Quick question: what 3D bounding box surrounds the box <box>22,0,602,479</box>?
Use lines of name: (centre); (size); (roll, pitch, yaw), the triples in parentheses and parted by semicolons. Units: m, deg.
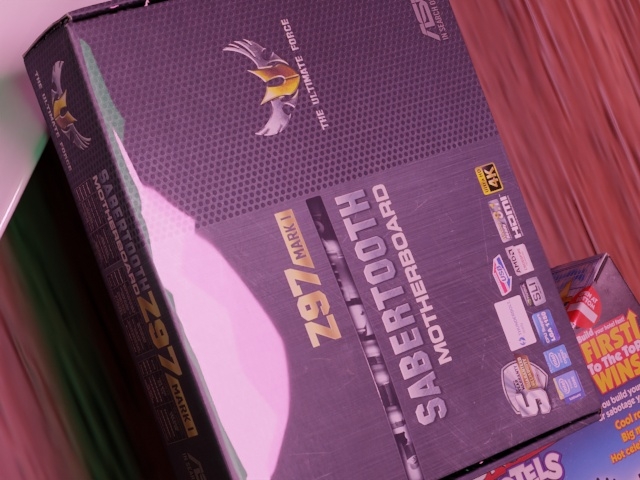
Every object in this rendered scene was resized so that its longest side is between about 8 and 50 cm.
box: (0.000, 0.000, 0.746); (0.183, 0.059, 0.232); (-18, 85, -31)

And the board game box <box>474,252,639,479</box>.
board game box: (0.122, 0.116, 0.856); (0.194, 0.060, 0.194); (-21, 89, -34)

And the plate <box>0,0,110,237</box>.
plate: (-0.214, -0.141, 0.714); (0.277, 0.045, 0.278); (33, 63, -21)
